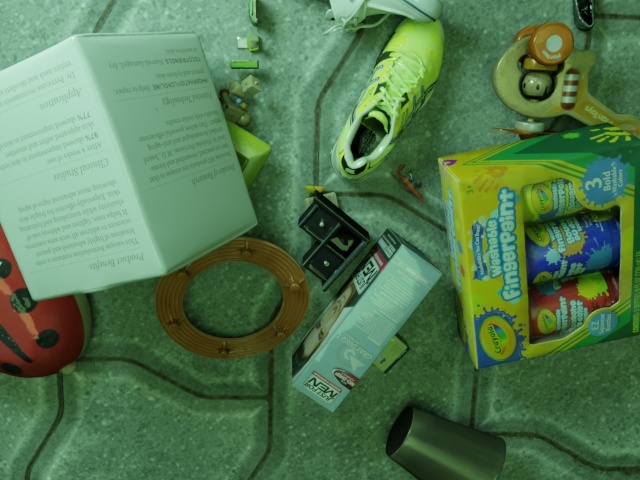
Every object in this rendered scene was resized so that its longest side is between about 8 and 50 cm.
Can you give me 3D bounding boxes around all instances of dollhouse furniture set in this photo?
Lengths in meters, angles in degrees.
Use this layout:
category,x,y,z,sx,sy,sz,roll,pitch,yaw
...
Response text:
category,x,y,z,sx,sy,sz,roll,pitch,yaw
dollhouse furniture set,-0.156,-0.431,1.290,0.058,0.076,0.152,0,102,-3

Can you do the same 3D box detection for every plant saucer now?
category,x,y,z,sx,sy,sz,roll,pitch,yaw
plant saucer,-0.227,-0.164,1.322,0.188,0.045,0.188,31,121,-9

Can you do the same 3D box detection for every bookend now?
category,x,y,z,sx,sy,sz,roll,pitch,yaw
bookend,0.000,0.000,1.377,0.157,0.072,0.156,39,104,-11

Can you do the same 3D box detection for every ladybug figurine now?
category,x,y,z,sx,sy,sz,roll,pitch,yaw
ladybug figurine,-0.686,0.124,1.335,0.305,0.162,0.449,-42,100,6

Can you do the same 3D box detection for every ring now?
category,x,y,z,sx,sy,sz,roll,pitch,yaw
ring,-0.189,0.139,1.363,0.336,0.032,0.337,-6,124,-9

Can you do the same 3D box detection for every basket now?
category,x,y,z,sx,sy,sz,roll,pitch,yaw
basket,0.282,0.496,1.465,0.227,0.154,0.204,30,98,-5

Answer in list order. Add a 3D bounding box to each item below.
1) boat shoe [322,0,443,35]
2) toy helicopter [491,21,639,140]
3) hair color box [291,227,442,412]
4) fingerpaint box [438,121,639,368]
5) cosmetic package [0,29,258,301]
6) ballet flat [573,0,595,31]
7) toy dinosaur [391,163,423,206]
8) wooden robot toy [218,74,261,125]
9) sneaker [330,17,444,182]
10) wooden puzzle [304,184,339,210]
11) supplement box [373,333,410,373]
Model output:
category,x,y,z,sx,sy,sz,roll,pitch,yaw
boat shoe,0.052,-0.478,1.250,0.367,0.136,0.156,25,107,4
toy helicopter,0.518,-0.282,1.322,0.355,0.140,0.235,29,103,-9
hair color box,0.089,0.166,1.366,0.113,0.185,0.374,35,98,-9
fingerpaint box,0.466,0.018,1.320,0.371,0.163,0.445,-11,115,0
cosmetic package,-0.379,-0.141,1.162,0.329,0.327,0.394,-11,103,27
ballet flat,0.554,-0.529,1.315,0.057,0.049,0.173,-14,102,-1
toy dinosaur,0.195,-0.130,1.370,0.047,0.090,0.082,-42,145,16
wooden robot toy,-0.176,-0.280,1.333,0.079,0.076,0.173,18,130,-44
sneaker,0.153,-0.288,1.297,0.145,0.147,0.385,25,97,-5
wooden puzzle,0.005,-0.070,1.401,0.078,0.014,0.116,-6,107,2
supplement box,0.146,0.246,1.451,0.083,0.056,0.083,42,97,-10
